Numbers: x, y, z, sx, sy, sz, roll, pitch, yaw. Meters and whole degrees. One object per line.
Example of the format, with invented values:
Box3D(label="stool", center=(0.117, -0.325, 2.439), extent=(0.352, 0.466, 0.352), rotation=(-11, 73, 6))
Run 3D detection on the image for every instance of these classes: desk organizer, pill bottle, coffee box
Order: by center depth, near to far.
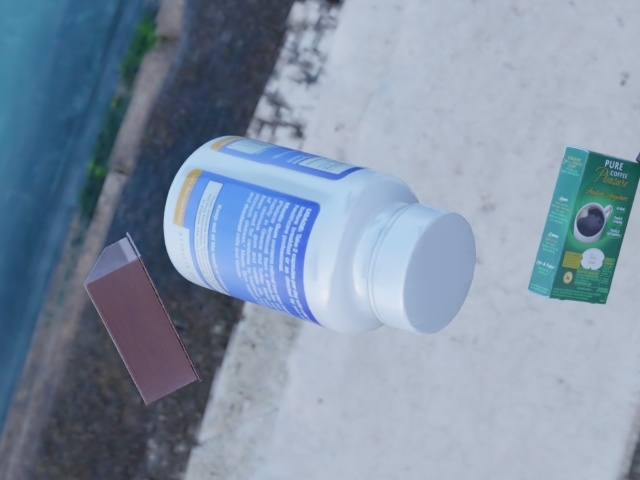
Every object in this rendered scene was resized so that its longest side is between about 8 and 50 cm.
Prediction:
Box3D(label="desk organizer", center=(-0.148, 0.065, 1.154), extent=(0.050, 0.130, 0.047), rotation=(-27, 30, -8))
Box3D(label="pill bottle", center=(0.000, 0.000, 1.305), extent=(0.272, 0.152, 0.152), rotation=(17, 88, 36))
Box3D(label="coffee box", center=(0.323, -0.017, 1.725), extent=(0.040, 0.113, 0.184), rotation=(22, 102, 50))

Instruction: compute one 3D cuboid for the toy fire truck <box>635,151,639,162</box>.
Box3D(label="toy fire truck", center=(0.521, -0.059, 1.679), extent=(0.246, 0.217, 0.158), rotation=(40, 107, 48))
